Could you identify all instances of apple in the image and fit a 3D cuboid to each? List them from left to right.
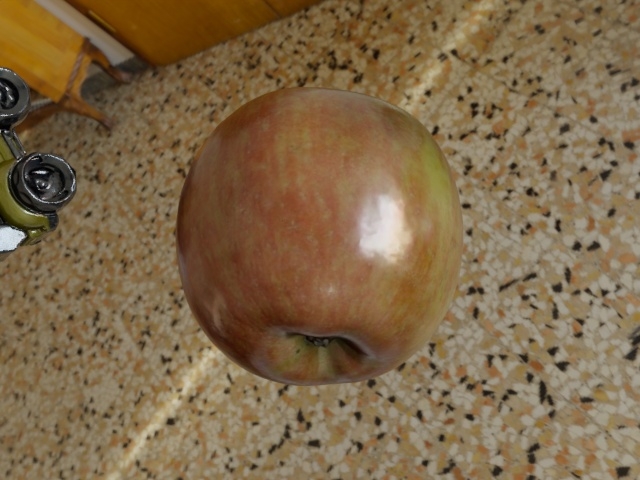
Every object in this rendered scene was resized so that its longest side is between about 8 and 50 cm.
[{"bbox_3d":[0.000,0.000,0.450,0.188,0.188,0.174,-21,52,26],"label":"apple"}]

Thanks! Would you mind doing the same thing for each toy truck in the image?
[{"bbox_3d":[-0.405,-0.084,0.797,0.147,0.165,0.224,-19,97,52],"label":"toy truck"}]
